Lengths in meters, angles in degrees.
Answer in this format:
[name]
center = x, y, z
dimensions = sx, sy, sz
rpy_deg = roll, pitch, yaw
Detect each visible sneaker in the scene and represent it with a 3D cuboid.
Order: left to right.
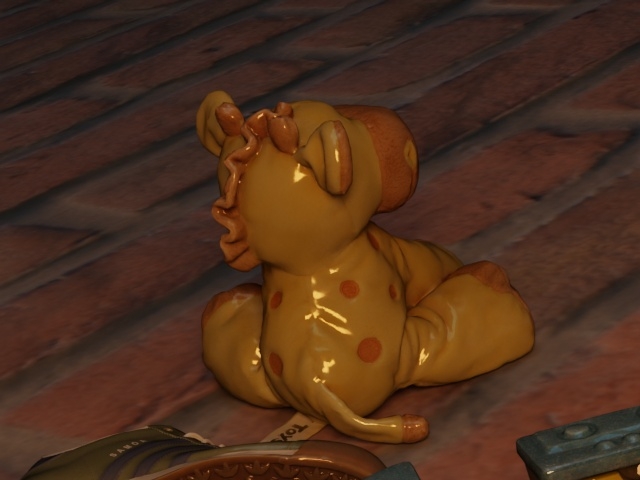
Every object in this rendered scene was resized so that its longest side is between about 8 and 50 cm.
[sneaker]
center = -0.059, 0.111, 0.880
dimensions = 0.192, 0.064, 0.086
rpy_deg = -11, 23, 10

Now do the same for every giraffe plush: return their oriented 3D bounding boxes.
[giraffe plush]
center = 0.000, 0.000, 1.013
dimensions = 0.181, 0.170, 0.210
rpy_deg = -1, 21, 28

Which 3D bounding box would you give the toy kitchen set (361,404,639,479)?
[toy kitchen set]
center = 0.097, 0.112, 0.695
dimensions = 0.166, 0.122, 0.207
rpy_deg = -13, 18, -7
